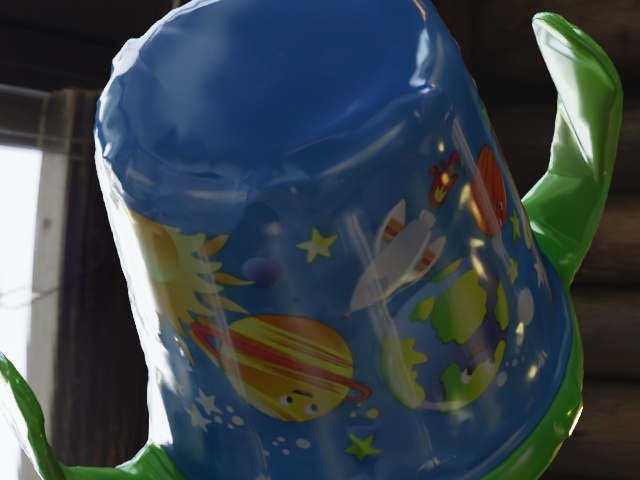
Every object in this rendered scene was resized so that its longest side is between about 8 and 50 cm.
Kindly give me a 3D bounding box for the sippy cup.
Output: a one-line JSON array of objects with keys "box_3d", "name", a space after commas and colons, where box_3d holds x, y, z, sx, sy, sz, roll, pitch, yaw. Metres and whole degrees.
[{"box_3d": [0.000, 0.000, 0.692, 0.240, 0.224, 0.305, 6, -131, 24], "name": "sippy cup"}]
